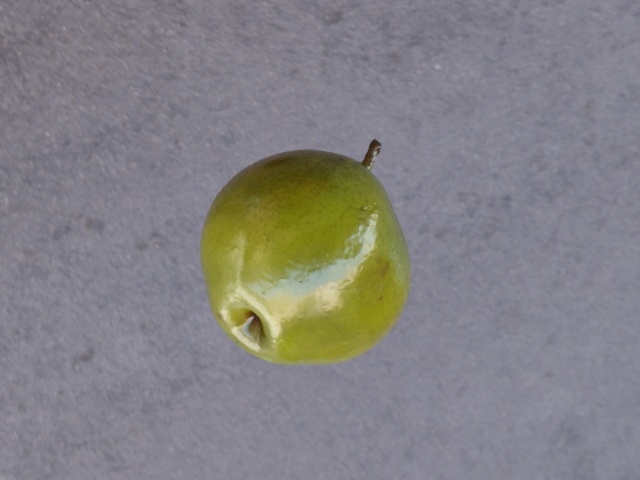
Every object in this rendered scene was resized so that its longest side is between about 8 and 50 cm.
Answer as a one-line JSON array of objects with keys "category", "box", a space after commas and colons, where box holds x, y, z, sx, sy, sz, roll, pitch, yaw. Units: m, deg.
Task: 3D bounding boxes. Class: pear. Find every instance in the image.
[{"category": "pear", "box": [0.000, 0.000, 0.914, 0.180, 0.166, 0.216, 55, 47, -22]}]
